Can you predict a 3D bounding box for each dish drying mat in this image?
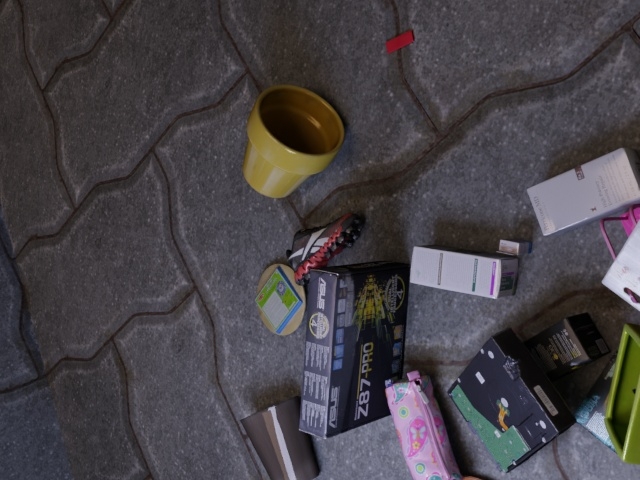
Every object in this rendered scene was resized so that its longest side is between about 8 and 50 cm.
[{"bbox_3d":[0.202,-0.504,2.057,0.083,0.008,0.032,-18,80,40],"label":"dish drying mat"}]

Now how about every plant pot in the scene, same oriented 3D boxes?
[{"bbox_3d":[0.681,0.301,1.545,0.207,0.228,0.227,9,99,9],"label":"plant pot"},{"bbox_3d":[-0.096,-0.249,2.182,0.254,0.254,0.239,60,141,20],"label":"plant pot"}]

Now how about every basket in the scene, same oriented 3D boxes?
[{"bbox_3d":[-0.105,0.579,2.281,0.204,0.154,0.227,-30,77,38],"label":"basket"}]

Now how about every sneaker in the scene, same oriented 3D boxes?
[{"bbox_3d":[0.000,0.000,2.192,0.276,0.097,0.135,-46,66,33],"label":"sneaker"}]

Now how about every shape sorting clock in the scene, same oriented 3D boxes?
[{"bbox_3d":[-0.113,0.169,2.332,0.206,0.040,0.206,6,99,42],"label":"shape sorting clock"}]

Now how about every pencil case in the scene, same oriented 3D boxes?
[{"bbox_3d":[0.250,0.466,1.974,0.124,0.124,0.284,-30,66,37],"label":"pencil case"}]

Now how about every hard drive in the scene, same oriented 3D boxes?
[{"bbox_3d":[0.410,0.362,1.785,0.237,0.064,0.339,57,156,23],"label":"hard drive"}]

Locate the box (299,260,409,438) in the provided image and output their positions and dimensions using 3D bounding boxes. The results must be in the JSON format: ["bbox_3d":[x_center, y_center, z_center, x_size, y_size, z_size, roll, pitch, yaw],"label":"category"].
[{"bbox_3d":[0.089,0.255,1.990,0.097,0.318,0.395,9,97,40],"label":"box"}]

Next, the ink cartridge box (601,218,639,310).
[{"bbox_3d":[0.623,0.050,1.488,0.145,0.045,0.179,41,135,28],"label":"ink cartridge box"}]

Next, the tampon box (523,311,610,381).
[{"bbox_3d":[0.518,0.242,1.758,0.161,0.120,0.101,-39,68,35],"label":"tampon box"}]

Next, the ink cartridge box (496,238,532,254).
[{"bbox_3d":[0.439,0.014,1.836,0.048,0.083,0.028,12,100,38],"label":"ink cartridge box"}]

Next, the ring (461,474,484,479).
[{"bbox_3d":[0.374,0.736,1.962,0.336,0.032,0.337,3,95,40],"label":"ring"}]

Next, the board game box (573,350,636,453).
[{"bbox_3d":[0.636,0.346,1.726,0.126,0.026,0.186,40,116,32],"label":"board game box"}]

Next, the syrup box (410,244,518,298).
[{"bbox_3d":[0.338,0.072,1.917,0.236,0.093,0.096,11,99,39],"label":"syrup box"}]

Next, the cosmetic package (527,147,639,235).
[{"bbox_3d":[0.571,-0.100,1.722,0.231,0.085,0.117,-27,75,36],"label":"cosmetic package"}]

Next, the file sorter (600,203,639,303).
[{"bbox_3d":[0.716,-0.012,1.540,0.290,0.182,0.202,-29,74,37],"label":"file sorter"}]
